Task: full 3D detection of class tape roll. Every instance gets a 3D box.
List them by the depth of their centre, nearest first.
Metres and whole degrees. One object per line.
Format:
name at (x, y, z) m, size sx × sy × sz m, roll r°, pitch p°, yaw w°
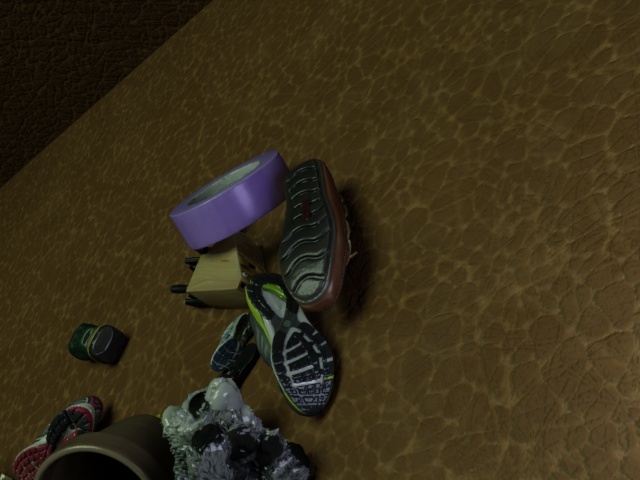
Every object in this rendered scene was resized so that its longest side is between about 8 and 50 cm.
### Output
tape roll at (-0.189, -0.090, 1.990) m, size 0.274 × 0.090 × 0.275 m, roll -28°, pitch 13°, yaw 7°

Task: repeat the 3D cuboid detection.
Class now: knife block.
knife block at (-0.228, 0.103, 1.980) m, size 0.242 × 0.088 × 0.276 m, roll -46°, pitch 32°, yaw 19°

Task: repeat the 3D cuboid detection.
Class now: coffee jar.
coffee jar at (-0.569, 0.262, 2.326) m, size 0.184 × 0.079 × 0.096 m, roll -4°, pitch 56°, yaw 55°

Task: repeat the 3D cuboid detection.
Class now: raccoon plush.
raccoon plush at (-0.209, 0.447, 1.527) m, size 0.299 × 0.216 × 0.447 m, roll -5°, pitch 57°, yaw 63°

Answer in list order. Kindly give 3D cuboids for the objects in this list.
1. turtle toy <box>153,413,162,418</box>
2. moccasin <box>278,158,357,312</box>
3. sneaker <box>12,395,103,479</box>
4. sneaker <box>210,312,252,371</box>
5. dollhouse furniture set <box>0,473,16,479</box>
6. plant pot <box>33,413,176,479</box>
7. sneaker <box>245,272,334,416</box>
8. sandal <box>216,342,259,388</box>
turtle toy at (-0.347, 0.418, 1.867) m, size 0.095 × 0.066 × 0.130 m, roll -17°, pitch 48°, yaw 50°
moccasin at (-0.003, 0.002, 1.723) m, size 0.139 × 0.147 × 0.380 m, roll -31°, pitch 32°, yaw 13°
sneaker at (-0.612, 0.488, 2.160) m, size 0.299 × 0.121 × 0.112 m, roll -44°, pitch 3°, yaw 21°
sneaker at (-0.180, 0.208, 1.859) m, size 0.135 × 0.052 × 0.058 m, roll -55°, pitch 19°, yaw -12°
dollhouse furniture set at (-0.910, 0.605, 2.201) m, size 0.303 × 0.355 × 0.174 m, roll 91°, pitch -157°, yaw -71°
plant pot at (-0.364, 0.444, 1.702) m, size 0.263 × 0.263 × 0.229 m, roll -43°, pitch 2°, yaw 22°
sneaker at (-0.055, 0.197, 1.639) m, size 0.121 × 0.111 × 0.300 m, roll 95°, pitch 159°, yaw -45°
sandal at (-0.183, 0.276, 1.795) m, size 0.179 × 0.040 × 0.067 m, roll -60°, pitch 30°, yaw -7°
